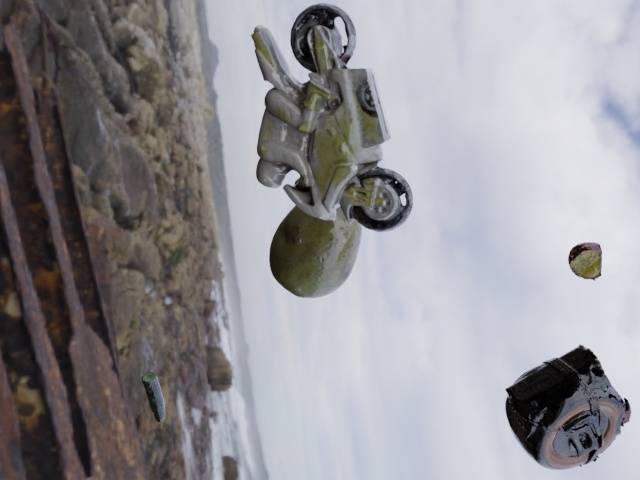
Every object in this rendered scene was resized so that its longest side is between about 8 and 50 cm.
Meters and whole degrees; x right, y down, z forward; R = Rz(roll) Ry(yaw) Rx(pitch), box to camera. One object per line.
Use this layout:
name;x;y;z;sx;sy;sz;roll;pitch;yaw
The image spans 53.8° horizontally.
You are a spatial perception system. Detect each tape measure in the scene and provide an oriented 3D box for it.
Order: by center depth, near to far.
tape measure;0.450;0.318;1.158;0.222;0.202;0.135;57;1;-29

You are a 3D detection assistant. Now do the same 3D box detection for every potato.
potato;0.000;0.000;1.297;0.251;0.175;0.159;-60;-140;23

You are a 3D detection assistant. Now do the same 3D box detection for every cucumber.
cucumber;-0.350;0.339;1.342;0.032;0.032;0.133;-114;-164;-57

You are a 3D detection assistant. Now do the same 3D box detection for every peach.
peach;0.534;0.036;1.255;0.077;0.083;0.050;-50;-162;35

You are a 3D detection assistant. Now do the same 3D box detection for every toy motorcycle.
toy motorcycle;-0.006;-0.160;0.927;0.108;0.223;0.340;-41;115;-68
